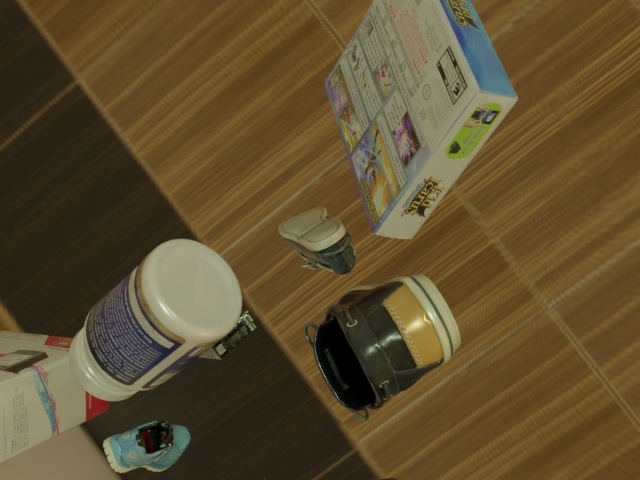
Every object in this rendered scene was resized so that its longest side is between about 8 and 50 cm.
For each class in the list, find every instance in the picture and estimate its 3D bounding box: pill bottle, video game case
[{"bbox_3d":[-0.240,0.121,1.576,0.265,0.153,0.153,-38,87,41],"label":"pill bottle"},{"bbox_3d":[0.109,-0.181,1.349,0.244,0.061,0.269,-55,39,40],"label":"video game case"}]

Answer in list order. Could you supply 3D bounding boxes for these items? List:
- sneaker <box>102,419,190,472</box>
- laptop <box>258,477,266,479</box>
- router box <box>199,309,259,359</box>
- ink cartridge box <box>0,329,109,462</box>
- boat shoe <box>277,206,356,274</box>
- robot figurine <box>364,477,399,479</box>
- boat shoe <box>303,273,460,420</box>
[{"bbox_3d":[-0.220,0.277,1.522,0.073,0.162,0.063,-29,77,22],"label":"sneaker"},{"bbox_3d":[0.051,0.600,1.671,0.236,0.408,0.382,-16,112,13],"label":"laptop"},{"bbox_3d":[-0.173,0.165,1.970,0.092,0.122,0.038,-43,107,-22],"label":"router box"},{"bbox_3d":[-0.510,0.239,1.753,0.226,0.306,0.131,4,98,23],"label":"ink cartridge box"},{"bbox_3d":[0.000,0.000,1.853,0.095,0.254,0.079,-32,107,-13],"label":"boat shoe"},{"bbox_3d":[0.091,0.528,1.805,0.174,0.209,0.278,-8,76,6],"label":"robot figurine"},{"bbox_3d":[0.062,0.167,1.687,0.156,0.500,0.187,-28,85,-15],"label":"boat shoe"}]
